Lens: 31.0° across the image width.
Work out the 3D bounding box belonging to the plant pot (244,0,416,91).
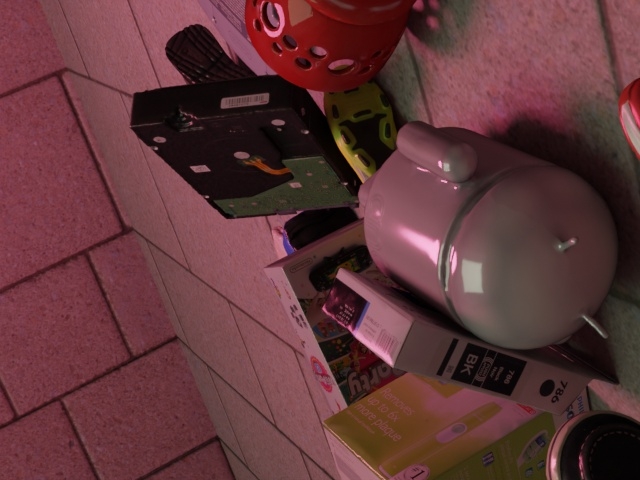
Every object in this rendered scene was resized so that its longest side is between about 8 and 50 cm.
[{"bbox_3d":[0.019,-0.291,1.338,0.191,0.191,0.174,60,159,9],"label":"plant pot"}]

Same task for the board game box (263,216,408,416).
[{"bbox_3d":[0.084,0.127,1.676,0.303,0.224,0.097,65,159,-6],"label":"board game box"}]

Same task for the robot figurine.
[{"bbox_3d":[0.183,-0.005,1.266,0.300,0.200,0.353,51,170,-32],"label":"robot figurine"}]

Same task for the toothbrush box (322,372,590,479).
[{"bbox_3d":[0.180,0.256,1.497,0.206,0.283,0.122,35,145,56],"label":"toothbrush box"}]

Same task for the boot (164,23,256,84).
[{"bbox_3d":[-0.125,-0.201,1.948,0.338,0.118,0.222,60,-178,32],"label":"boot"}]

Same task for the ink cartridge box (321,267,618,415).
[{"bbox_3d":[0.176,0.126,1.338,0.165,0.333,0.065,34,103,56],"label":"ink cartridge box"}]

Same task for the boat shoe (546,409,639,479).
[{"bbox_3d":[0.430,0.364,1.157,0.500,0.187,0.156,51,154,18],"label":"boat shoe"}]

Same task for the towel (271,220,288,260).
[{"bbox_3d":[0.035,0.152,2.108,0.332,0.053,0.316,37,148,51],"label":"towel"}]

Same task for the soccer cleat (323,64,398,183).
[{"bbox_3d":[0.079,-0.103,1.586,0.289,0.093,0.121,61,168,6],"label":"soccer cleat"}]

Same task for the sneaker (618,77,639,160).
[{"bbox_3d":[0.353,-0.073,0.943,0.221,0.087,0.128,47,150,8],"label":"sneaker"}]

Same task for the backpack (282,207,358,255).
[{"bbox_3d":[0.000,0.000,1.887,0.098,0.120,0.101,55,160,22],"label":"backpack"}]

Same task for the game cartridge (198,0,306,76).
[{"bbox_3d":[-0.113,-0.366,1.805,0.297,0.062,0.198,50,161,35],"label":"game cartridge"}]

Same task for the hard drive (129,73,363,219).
[{"bbox_3d":[-0.091,-0.126,1.640,0.339,0.237,0.064,48,-138,-61],"label":"hard drive"}]
